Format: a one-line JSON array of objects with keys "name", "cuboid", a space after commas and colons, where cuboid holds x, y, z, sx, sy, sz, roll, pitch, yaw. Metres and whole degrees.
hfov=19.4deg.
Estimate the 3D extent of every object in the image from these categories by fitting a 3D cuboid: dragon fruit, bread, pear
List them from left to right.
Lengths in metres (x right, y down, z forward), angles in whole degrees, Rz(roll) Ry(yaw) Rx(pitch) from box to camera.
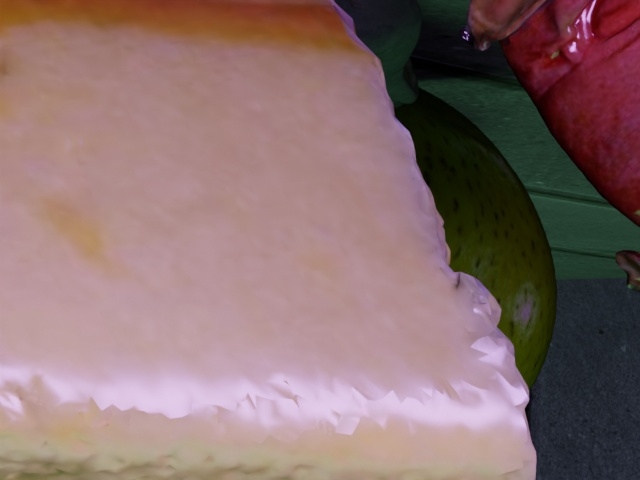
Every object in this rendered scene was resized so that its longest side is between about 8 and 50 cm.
[{"name": "bread", "cuboid": [-0.146, -0.027, 0.638, 0.404, 0.346, 0.242, -3, 149, -12]}, {"name": "pear", "cuboid": [0.001, -0.021, 1.298, 0.342, 0.238, 0.318, 40, -179, 21]}, {"name": "dragon fruit", "cuboid": [0.177, -0.105, 0.709, 0.223, 0.218, 0.148, -18, 164, -49]}]

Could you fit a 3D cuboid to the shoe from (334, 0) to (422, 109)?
[{"name": "shoe", "cuboid": [0.020, -0.131, 1.112, 0.078, 0.079, 0.195, -32, 157, 17]}]
